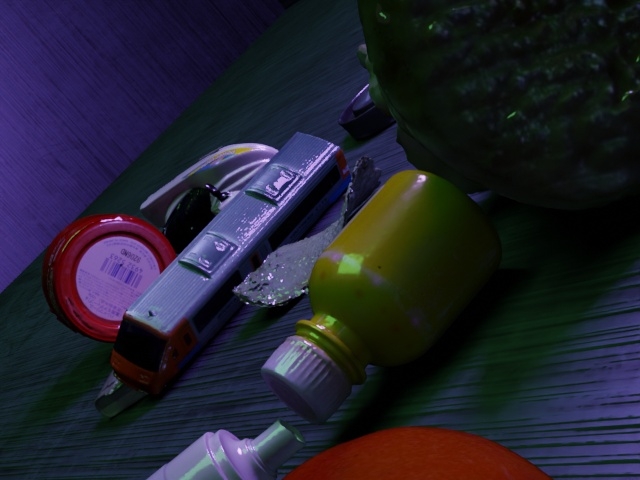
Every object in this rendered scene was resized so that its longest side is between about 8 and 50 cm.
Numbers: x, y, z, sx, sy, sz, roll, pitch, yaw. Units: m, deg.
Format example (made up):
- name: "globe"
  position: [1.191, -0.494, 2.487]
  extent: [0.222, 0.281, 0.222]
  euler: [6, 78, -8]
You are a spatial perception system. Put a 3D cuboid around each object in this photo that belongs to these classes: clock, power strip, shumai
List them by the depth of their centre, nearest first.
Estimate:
- name: "shumai"
  position: [0.159, -0.198, 0.994]
  extent: [0.324, 0.397, 0.323]
  euler: [-5, -10, -11]
- name: "power strip"
  position: [-0.224, 0.136, 1.516]
  extent: [0.092, 0.034, 0.268]
  euler: [-34, 17, 25]
- name: "clock"
  position: [0.107, -0.222, 1.698]
  extent: [0.184, 0.040, 0.184]
  euler: [-39, 15, 12]

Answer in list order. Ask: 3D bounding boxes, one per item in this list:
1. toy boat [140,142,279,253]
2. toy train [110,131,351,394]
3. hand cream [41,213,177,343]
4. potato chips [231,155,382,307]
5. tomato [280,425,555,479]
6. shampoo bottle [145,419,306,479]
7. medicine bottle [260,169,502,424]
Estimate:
- name: "toy boat"
  position: [-0.157, -0.053, 1.705]
  extent: [0.269, 0.141, 0.141]
  euler: [-21, 25, 47]
- name: "toy train"
  position: [-0.116, 0.019, 1.438]
  extent: [0.086, 0.089, 0.409]
  euler: [23, 57, 33]
- name: "hand cream"
  position: [-0.307, 0.054, 1.657]
  extent: [0.193, 0.193, 0.125]
  euler: [-45, 18, -14]
- name: "potato chips"
  position: [-0.006, -0.005, 1.344]
  extent: [0.228, 0.059, 0.167]
  euler: [-46, 9, 3]
- name: "tomato"
  position: [0.026, 0.196, 0.475]
  extent: [0.260, 0.180, 0.260]
  euler: [-36, 18, 13]
- name: "shampoo bottle"
  position: [-0.136, 0.245, 0.895]
  extent: [0.303, 0.092, 0.092]
  euler: [-40, 15, 4]
- name: "medicine bottle"
  position: [0.044, 0.052, 0.934]
  extent: [0.212, 0.122, 0.122]
  euler: [-47, 16, -20]
